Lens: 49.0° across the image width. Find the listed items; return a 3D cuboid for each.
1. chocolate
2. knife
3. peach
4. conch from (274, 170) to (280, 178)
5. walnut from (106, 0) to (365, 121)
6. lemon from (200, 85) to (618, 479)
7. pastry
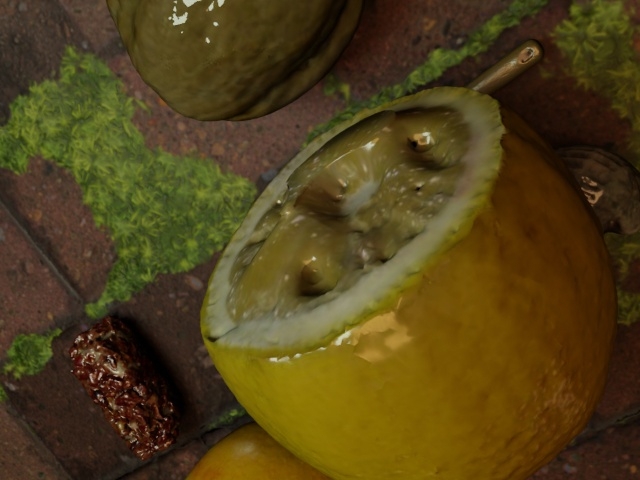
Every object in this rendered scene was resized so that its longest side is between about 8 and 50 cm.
[{"bbox_3d":[0.229,-0.058,0.767,0.248,0.110,0.110,8,111,12],"label":"chocolate"},{"bbox_3d":[0.119,-0.140,0.811,0.298,0.017,0.047,-35,96,27],"label":"knife"},{"bbox_3d":[-0.029,0.373,0.898,0.308,0.289,0.289,26,114,11],"label":"peach"},{"bbox_3d":[0.001,0.002,0.838,0.176,0.122,0.188,-32,102,4],"label":"conch"},{"bbox_3d":[-0.089,-0.257,0.706,0.283,0.227,0.282,4,120,6],"label":"walnut"},{"bbox_3d":[0.098,0.071,0.637,0.364,0.364,0.364,5,111,13],"label":"lemon"},{"bbox_3d":[-0.270,0.210,0.992,0.097,0.115,0.208,-29,99,10],"label":"pastry"}]
